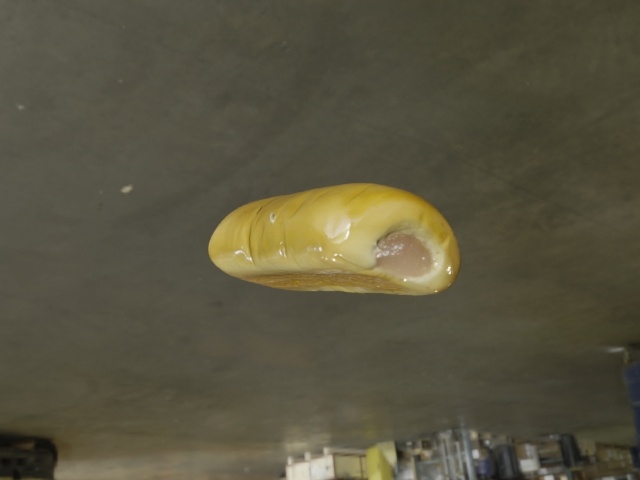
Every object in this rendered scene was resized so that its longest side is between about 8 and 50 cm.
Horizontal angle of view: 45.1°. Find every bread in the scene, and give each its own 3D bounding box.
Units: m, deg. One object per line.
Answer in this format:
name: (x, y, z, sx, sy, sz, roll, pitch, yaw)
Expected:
bread: (0.000, 0.000, 0.736, 0.142, 0.091, 0.305, 23, 167, -27)
